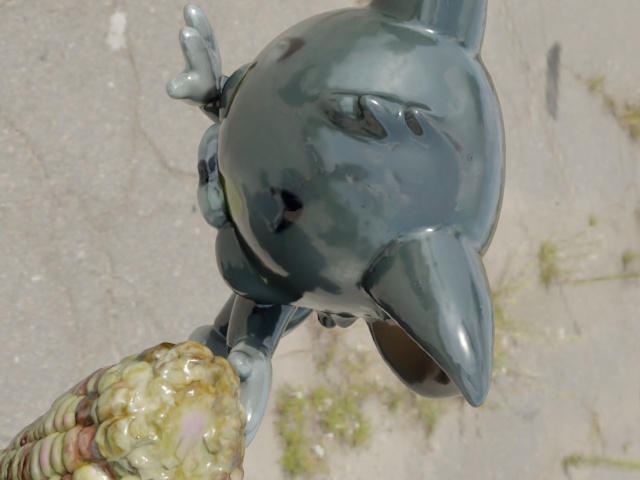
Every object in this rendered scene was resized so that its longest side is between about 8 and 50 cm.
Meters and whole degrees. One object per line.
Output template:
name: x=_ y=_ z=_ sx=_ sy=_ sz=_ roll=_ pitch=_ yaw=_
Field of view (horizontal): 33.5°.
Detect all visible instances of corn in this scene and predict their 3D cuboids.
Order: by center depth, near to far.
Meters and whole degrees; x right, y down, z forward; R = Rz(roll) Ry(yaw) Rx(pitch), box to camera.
corn: x=-0.100 y=0.112 z=0.439 sx=0.086 sy=0.253 sz=0.086 roll=16 pitch=56 yaw=-26

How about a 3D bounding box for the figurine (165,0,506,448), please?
figurine: x=0.004 y=0.002 z=0.465 sx=0.265 sy=0.140 sz=0.193 roll=81 pitch=12 yaw=-68
